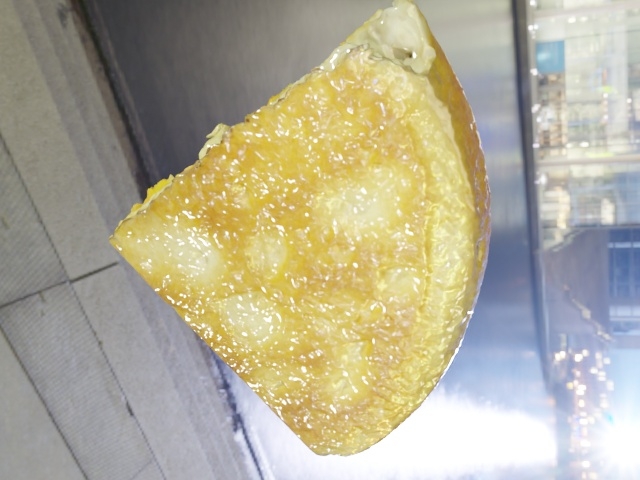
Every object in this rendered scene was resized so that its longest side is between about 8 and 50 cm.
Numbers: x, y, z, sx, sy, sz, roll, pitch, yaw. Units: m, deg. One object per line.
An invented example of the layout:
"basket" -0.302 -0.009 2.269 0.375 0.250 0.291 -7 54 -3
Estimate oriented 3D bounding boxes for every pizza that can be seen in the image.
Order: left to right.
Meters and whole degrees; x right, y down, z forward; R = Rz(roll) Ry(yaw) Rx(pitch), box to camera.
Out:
"pizza" 0.028 0.020 0.478 0.268 0.258 0.087 52 34 -15
